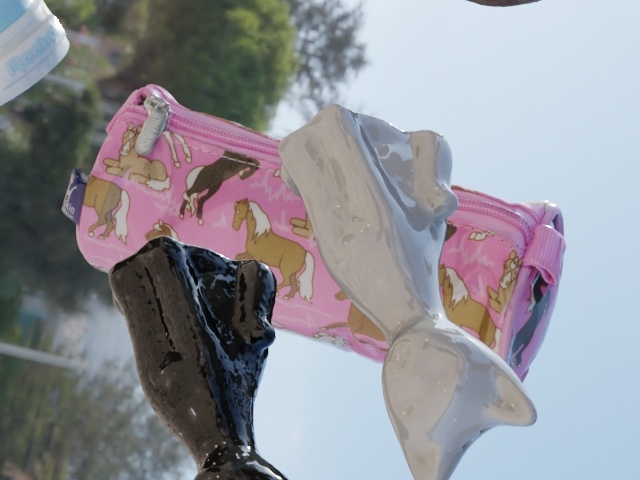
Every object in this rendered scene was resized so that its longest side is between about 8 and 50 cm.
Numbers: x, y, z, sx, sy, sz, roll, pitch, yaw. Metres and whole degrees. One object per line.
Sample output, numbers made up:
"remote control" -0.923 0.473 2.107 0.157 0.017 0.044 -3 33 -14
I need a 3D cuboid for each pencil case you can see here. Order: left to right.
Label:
"pencil case" 0.000 0.000 1.062 0.160 0.386 0.167 -70 161 -4

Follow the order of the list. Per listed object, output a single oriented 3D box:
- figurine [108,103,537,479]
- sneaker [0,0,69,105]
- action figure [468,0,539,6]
"figurine" -0.001 0.062 0.722 0.215 0.092 0.209 -36 -130 21
"sneaker" -0.316 -0.144 0.857 0.366 0.150 0.135 -7 -149 35
"action figure" 0.176 -0.262 0.981 0.099 0.285 0.185 0 -65 38
